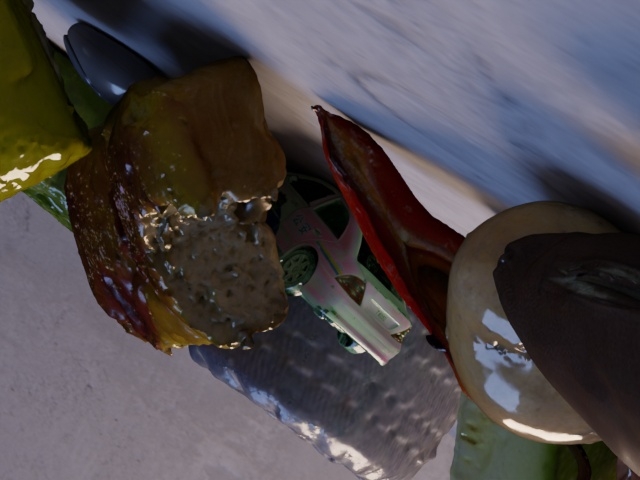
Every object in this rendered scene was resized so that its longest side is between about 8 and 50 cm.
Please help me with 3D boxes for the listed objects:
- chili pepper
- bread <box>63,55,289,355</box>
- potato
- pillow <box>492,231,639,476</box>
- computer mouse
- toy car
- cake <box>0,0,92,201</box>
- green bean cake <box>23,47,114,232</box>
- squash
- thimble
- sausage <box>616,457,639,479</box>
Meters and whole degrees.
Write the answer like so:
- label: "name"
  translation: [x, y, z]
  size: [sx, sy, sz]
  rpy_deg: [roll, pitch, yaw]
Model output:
- label: "chili pepper"
  translation: [0.069, 0.028, 0.829]
  size: [0.268, 0.059, 0.050]
  rpy_deg: [53, 168, 26]
- label: "bread"
  translation: [-0.100, -0.010, 1.047]
  size: [0.380, 0.109, 0.185]
  rpy_deg: [166, 90, -75]
- label: "potato"
  translation: [0.116, 0.041, 0.728]
  size: [0.112, 0.112, 0.147]
  rpy_deg: [28, 164, 46]
- label: "pillow"
  translation: [0.237, 0.099, 0.516]
  size: [0.305, 0.108, 0.308]
  rpy_deg: [36, 173, -18]
- label: "computer mouse"
  translation: [-0.160, -0.127, 1.160]
  size: [0.096, 0.039, 0.066]
  rpy_deg: [33, 173, 21]
- label: "toy car"
  translation: [0.000, 0.000, 1.116]
  size: [0.090, 0.076, 0.224]
  rpy_deg: [43, -172, -37]
- label: "cake"
  translation: [-0.242, -0.112, 0.977]
  size: [0.179, 0.156, 0.260]
  rpy_deg: [62, 173, -12]
- label: "green bean cake"
  translation: [-0.258, -0.100, 1.460]
  size: [0.248, 0.125, 0.222]
  rpy_deg: [36, 173, -14]
- label: "squash"
  translation: [0.102, 0.143, 0.864]
  size: [0.169, 0.252, 0.093]
  rpy_deg: [39, 170, -35]
- label: "thimble"
  translation: [0.021, 0.092, 1.282]
  size: [0.236, 0.172, 0.205]
  rpy_deg: [40, 175, -24]
- label: "sausage"
  translation: [0.345, 0.221, 0.837]
  size: [0.433, 0.088, 0.088]
  rpy_deg: [29, 173, -2]
